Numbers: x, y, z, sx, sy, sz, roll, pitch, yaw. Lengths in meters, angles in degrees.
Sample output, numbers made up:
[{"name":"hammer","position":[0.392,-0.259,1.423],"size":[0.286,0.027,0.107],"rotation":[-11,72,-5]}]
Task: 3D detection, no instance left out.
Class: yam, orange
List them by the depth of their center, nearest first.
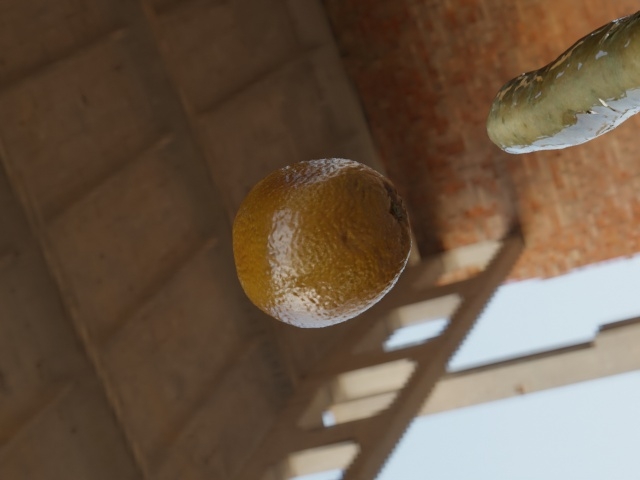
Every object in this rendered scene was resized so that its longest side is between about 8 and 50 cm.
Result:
[{"name":"orange","position":[0.000,0.000,0.685],"size":[0.085,0.085,0.085],"rotation":[40,-138,-49]},{"name":"yam","position":[0.199,-0.111,1.015],"size":[0.071,0.317,0.067],"rotation":[-30,-87,-20]}]
